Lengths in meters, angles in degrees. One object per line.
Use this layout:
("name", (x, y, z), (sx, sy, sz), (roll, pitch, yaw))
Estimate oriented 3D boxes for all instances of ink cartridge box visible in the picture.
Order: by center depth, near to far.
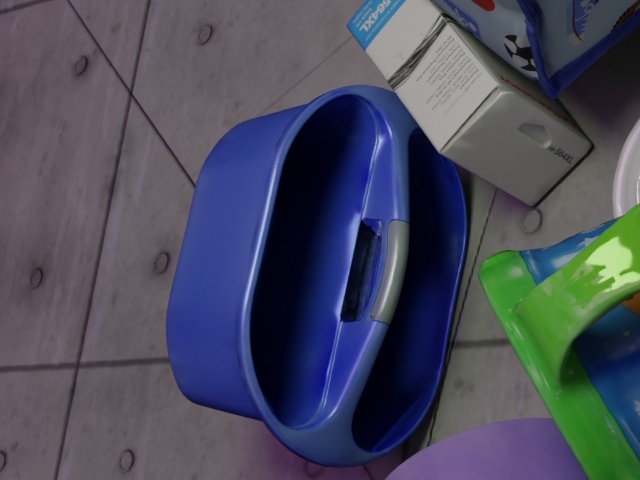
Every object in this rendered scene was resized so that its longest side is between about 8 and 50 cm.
("ink cartridge box", (0.134, -0.142, 1.530), (0.086, 0.148, 0.203), (-47, 45, 18))

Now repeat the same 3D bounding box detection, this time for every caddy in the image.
("caddy", (0.012, 0.031, 1.508), (0.179, 0.241, 0.341), (-4, 70, 50))

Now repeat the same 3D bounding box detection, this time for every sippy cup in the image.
("sippy cup", (0.263, 0.066, 1.179), (0.224, 0.305, 0.240), (-30, 95, 6))

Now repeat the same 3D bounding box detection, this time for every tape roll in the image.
("tape roll", (0.141, 0.223, 1.330), (0.189, 0.189, 0.080), (-37, 49, 26))

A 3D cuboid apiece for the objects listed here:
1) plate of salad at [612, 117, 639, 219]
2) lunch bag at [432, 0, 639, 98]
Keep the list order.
("plate of salad", (0.331, -0.043, 1.370), (0.200, 0.048, 0.200), (-9, 76, 38))
("lunch bag", (0.218, -0.364, 1.441), (0.385, 0.239, 0.328), (-42, 58, -8))
